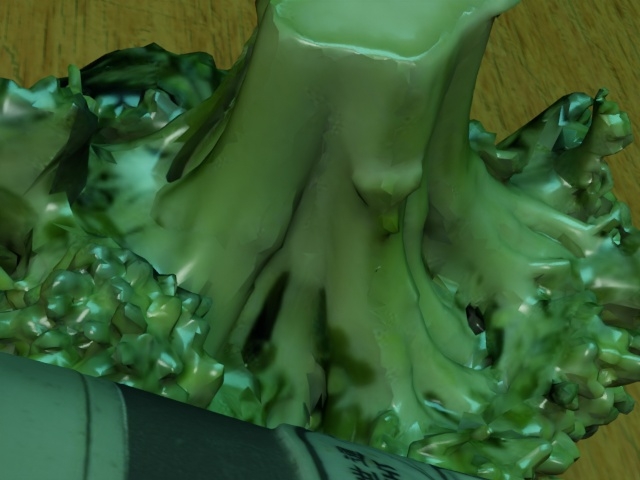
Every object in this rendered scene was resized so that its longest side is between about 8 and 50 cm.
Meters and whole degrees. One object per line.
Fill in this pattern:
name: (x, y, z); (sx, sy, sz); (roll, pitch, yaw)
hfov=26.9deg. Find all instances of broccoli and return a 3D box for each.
broccoli: (-0.017, 0.016, 0.603); (0.339, 0.317, 0.277); (-6, 50, 17)

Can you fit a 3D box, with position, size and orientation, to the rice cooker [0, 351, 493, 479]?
rice cooker: (-0.041, 0.182, 0.384); (0.277, 0.288, 0.288); (19, 39, -13)
